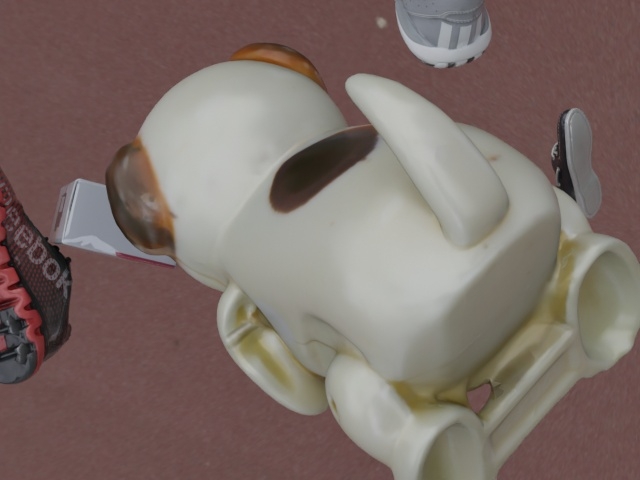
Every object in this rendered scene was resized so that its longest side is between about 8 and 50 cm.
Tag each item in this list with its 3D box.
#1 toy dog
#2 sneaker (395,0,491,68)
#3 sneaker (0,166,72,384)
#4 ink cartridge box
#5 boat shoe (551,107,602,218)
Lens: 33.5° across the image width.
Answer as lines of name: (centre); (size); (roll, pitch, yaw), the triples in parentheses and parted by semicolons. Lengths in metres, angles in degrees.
toy dog: (0.000, 0.000, 0.882); (0.408, 0.395, 0.284); (32, 78, 38)
sneaker: (0.069, -0.247, 0.750); (0.086, 0.132, 0.229); (-21, 72, -7)
sneaker: (-0.353, 0.017, 1.202); (0.097, 0.135, 0.276); (-15, 94, 26)
ink cartridge box: (-0.230, -0.016, 1.199); (0.127, 0.175, 0.072); (14, 85, -18)
boat shoe: (0.243, -0.076, 1.032); (0.038, 0.125, 0.046); (16, 55, 40)
